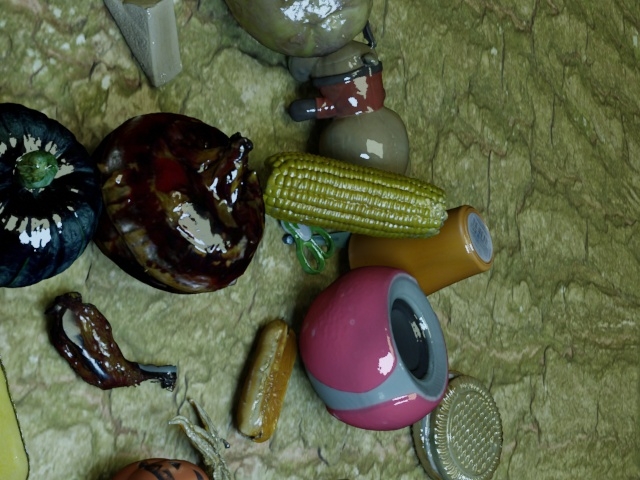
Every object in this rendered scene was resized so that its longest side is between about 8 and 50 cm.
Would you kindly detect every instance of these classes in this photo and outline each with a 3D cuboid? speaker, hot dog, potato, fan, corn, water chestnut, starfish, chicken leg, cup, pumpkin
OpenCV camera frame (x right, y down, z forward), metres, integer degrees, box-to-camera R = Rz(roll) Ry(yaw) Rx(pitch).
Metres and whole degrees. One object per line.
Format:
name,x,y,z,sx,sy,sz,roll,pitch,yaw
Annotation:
speaker,0.097,0.185,1.668,0.294,0.294,0.294,12,73,-45
hot dog,-0.091,0.232,1.609,0.092,0.062,0.235,58,39,-44
potato,-0.058,-0.445,1.669,0.301,0.289,0.237,-29,122,-63
fan,0.000,0.000,1.789,0.193,0.016,0.038,-1,85,-48
corn,0.059,-0.073,1.667,0.345,0.131,0.131,11,72,-16
water chestnut,-0.195,-0.063,1.404,0.300,0.300,0.299,12,73,-45
starfish,-0.165,0.366,1.473,0.138,0.050,0.247,-60,131,-79
chicken leg,-0.310,0.171,1.396,0.253,0.051,0.105,45,47,-36
cup,0.202,0.031,1.836,0.226,0.264,0.182,-2,75,-59
pumpkin,-0.391,-0.065,1.208,0.248,0.248,0.247,12,73,-45

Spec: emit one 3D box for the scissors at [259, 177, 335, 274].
scissors,-0.051,-0.034,1.715,0.204,0.027,0.101,51,39,-17

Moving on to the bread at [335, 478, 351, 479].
bread,0.079,0.487,1.633,0.213,0.213,0.104,12,103,-45

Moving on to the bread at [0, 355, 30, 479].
bread,-0.448,0.217,1.206,0.102,0.094,0.245,-20,98,-57

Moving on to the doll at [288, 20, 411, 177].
doll,0.072,-0.243,1.798,0.235,0.174,0.329,-25,101,-45

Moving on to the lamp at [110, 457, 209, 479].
lamp,-0.224,0.403,1.341,0.164,0.188,0.187,7,77,-52

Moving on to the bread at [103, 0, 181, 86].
bread,-0.291,-0.340,1.539,0.077,0.105,0.152,-43,145,-43

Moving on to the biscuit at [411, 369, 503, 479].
biscuit,0.291,0.397,1.974,0.259,0.079,0.259,13,72,-46
